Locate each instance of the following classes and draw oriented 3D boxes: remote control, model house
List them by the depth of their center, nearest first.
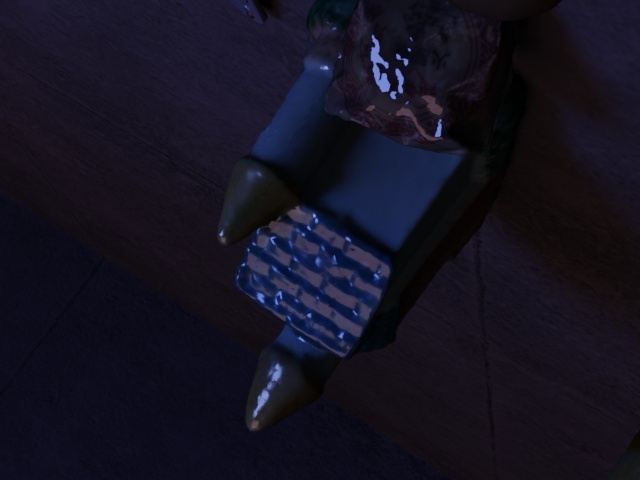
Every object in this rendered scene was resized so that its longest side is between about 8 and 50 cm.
[{"bbox_3d":[0.000,0.000,1.116,0.194,0.325,0.267,31,165,10],"label":"model house"},{"bbox_3d":[-0.076,-0.232,1.129,0.050,0.027,0.184,41,175,15],"label":"remote control"}]

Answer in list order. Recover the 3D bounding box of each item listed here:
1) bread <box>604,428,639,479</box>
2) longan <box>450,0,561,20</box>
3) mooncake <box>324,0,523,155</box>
[{"bbox_3d":[0.350,0.182,0.944,0.242,0.346,0.405,44,158,-2],"label":"bread"},{"bbox_3d":[0.102,-0.182,0.781,0.106,0.106,0.119,43,-154,-27],"label":"longan"},{"bbox_3d":[0.070,-0.131,0.950,0.125,0.130,0.073,22,-162,21],"label":"mooncake"}]
